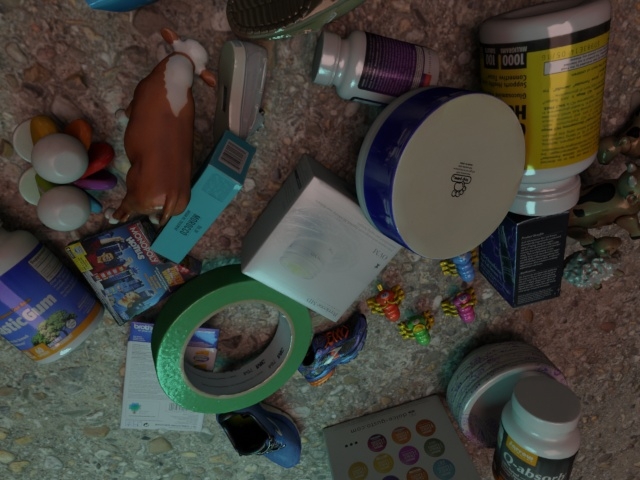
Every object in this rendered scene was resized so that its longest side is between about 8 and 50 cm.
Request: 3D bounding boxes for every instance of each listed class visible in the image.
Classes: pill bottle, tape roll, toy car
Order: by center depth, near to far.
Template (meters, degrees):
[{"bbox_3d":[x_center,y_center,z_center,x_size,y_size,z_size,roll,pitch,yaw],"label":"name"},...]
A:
[{"bbox_3d":[-0.408,-0.113,0.700,0.136,0.159,0.182,-16,126,-44],"label":"toy car"},{"bbox_3d":[0.087,-0.282,0.705,0.193,0.108,0.108,7,115,-14],"label":"pill bottle"},{"bbox_3d":[0.383,-0.222,0.744,0.187,0.188,0.334,-16,118,-2],"label":"pill bottle"},{"bbox_3d":[-0.538,0.079,0.754,0.152,0.152,0.272,-29,119,5],"label":"pill bottle"},{"bbox_3d":[-0.176,0.206,0.877,0.321,0.077,0.322,-13,119,-24],"label":"tape roll"},{"bbox_3d":[0.488,0.457,0.962,0.162,0.162,0.279,-8,117,-6],"label":"pill bottle"}]

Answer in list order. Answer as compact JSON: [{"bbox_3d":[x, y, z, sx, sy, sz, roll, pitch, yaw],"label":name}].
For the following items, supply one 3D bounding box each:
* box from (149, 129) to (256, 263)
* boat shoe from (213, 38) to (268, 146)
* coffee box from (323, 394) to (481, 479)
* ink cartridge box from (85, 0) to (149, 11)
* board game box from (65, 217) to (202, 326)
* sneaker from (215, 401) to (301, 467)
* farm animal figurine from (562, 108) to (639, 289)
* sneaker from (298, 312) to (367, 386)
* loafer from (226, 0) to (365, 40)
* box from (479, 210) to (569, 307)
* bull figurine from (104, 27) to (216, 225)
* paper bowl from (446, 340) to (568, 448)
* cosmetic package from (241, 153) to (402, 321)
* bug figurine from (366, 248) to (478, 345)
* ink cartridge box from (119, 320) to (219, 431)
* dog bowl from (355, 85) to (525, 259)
[{"bbox_3d":[-0.203,-0.067,0.719,0.060,0.101,0.244,32,131,-22],"label":"box"},{"bbox_3d":[-0.128,-0.215,0.716,0.081,0.079,0.228,-11,134,-32],"label":"boat shoe"},{"bbox_3d":[0.232,0.682,1.101,0.337,0.334,0.338,-17,119,-1],"label":"coffee box"},{"bbox_3d":[-0.184,-0.434,0.526,0.269,0.197,0.198,-19,118,0],"label":"ink cartridge box"},{"bbox_3d":[-0.344,0.049,0.826,0.194,0.060,0.194,-19,119,-1],"label":"board game box"},{"bbox_3d":[-0.155,0.475,1.031,0.129,0.147,0.330,-33,119,7],"label":"sneaker"},{"bbox_3d":[0.597,-0.104,0.833,0.172,0.331,0.326,31,137,-25],"label":"farm animal figurine"},{"bbox_3d":[0.024,0.249,0.987,0.087,0.083,0.221,38,103,-19],"label":"sneaker"},{"bbox_3d":[-0.013,-0.371,0.651,0.268,0.092,0.102,-13,92,13],"label":"loafer"},{"bbox_3d":[0.416,0.009,0.891,0.108,0.153,0.207,-14,118,-2],"label":"box"},{"bbox_3d":[-0.248,-0.165,0.652,0.101,0.311,0.188,18,154,-39],"label":"bull figurine"},{"bbox_3d":[0.463,0.380,1.093,0.284,0.148,0.285,-4,118,-7],"label":"paper bowl"},{"bbox_3d":[0.000,0.000,0.820,0.224,0.138,0.225,31,109,-23],"label":"cosmetic package"},{"bbox_3d":[0.259,0.137,0.974,0.278,0.072,0.216,-29,118,5],"label":"bug figurine"},{"bbox_3d":[-0.339,0.299,0.955,0.185,0.065,0.311,9,117,-15],"label":"ink cartridge box"},{"bbox_3d":[0.194,-0.107,0.685,0.264,0.104,0.265,-10,116,-22],"label":"dog bowl"}]
